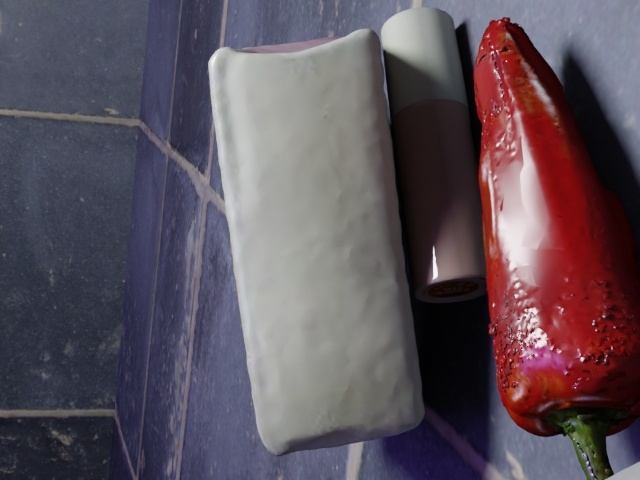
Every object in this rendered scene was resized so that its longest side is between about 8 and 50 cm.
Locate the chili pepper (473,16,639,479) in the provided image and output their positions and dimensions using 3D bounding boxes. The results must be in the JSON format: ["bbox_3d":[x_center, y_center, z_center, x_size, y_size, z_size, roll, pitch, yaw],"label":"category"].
[{"bbox_3d":[0.155,0.010,0.659,0.110,0.110,0.388,122,148,-54],"label":"chili pepper"}]

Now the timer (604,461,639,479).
[{"bbox_3d":[0.217,0.173,0.280,0.285,0.285,0.285,-177,90,-70],"label":"timer"}]

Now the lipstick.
[{"bbox_3d":[0.100,-0.077,0.874,0.070,0.070,0.255,133,136,-61],"label":"lipstick"}]

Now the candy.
[{"bbox_3d":[0.002,0.000,0.886,0.208,0.145,0.359,-66,-32,-86],"label":"candy"}]

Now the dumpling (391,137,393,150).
[{"bbox_3d":[0.023,-0.075,1.056,0.155,0.111,0.181,-1,-78,-79],"label":"dumpling"}]
